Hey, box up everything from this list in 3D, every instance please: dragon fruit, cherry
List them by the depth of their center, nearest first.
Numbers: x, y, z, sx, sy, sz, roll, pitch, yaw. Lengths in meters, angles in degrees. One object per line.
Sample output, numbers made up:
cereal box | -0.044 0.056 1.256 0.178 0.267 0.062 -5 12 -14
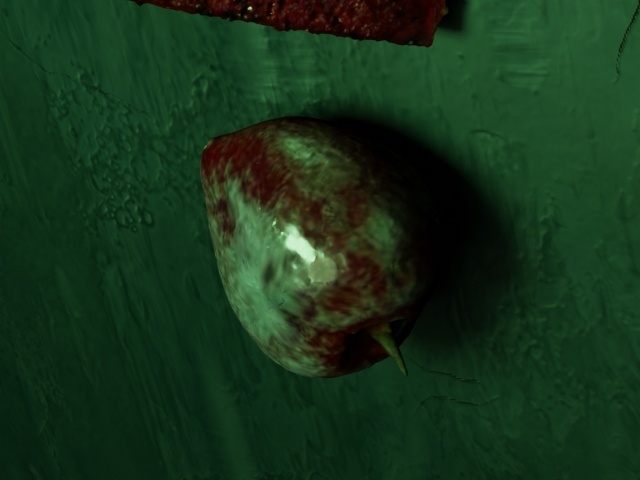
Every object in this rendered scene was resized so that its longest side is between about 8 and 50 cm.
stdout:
dragon fruit | -0.041 -0.299 1.629 0.152 0.317 0.205 -137 58 -62
cherry | 0.000 0.000 1.764 0.300 0.203 0.230 48 145 16
